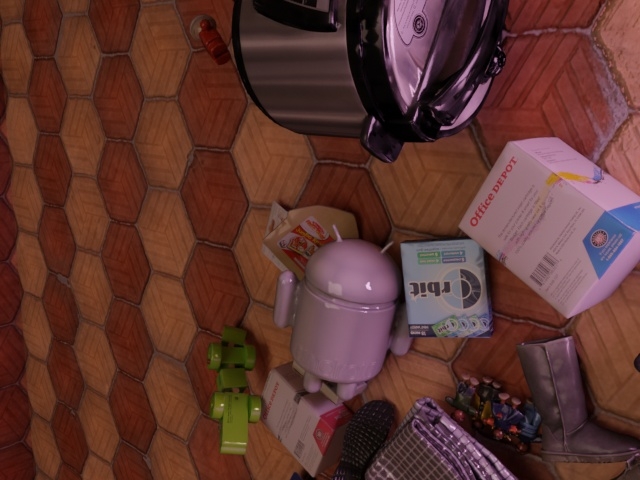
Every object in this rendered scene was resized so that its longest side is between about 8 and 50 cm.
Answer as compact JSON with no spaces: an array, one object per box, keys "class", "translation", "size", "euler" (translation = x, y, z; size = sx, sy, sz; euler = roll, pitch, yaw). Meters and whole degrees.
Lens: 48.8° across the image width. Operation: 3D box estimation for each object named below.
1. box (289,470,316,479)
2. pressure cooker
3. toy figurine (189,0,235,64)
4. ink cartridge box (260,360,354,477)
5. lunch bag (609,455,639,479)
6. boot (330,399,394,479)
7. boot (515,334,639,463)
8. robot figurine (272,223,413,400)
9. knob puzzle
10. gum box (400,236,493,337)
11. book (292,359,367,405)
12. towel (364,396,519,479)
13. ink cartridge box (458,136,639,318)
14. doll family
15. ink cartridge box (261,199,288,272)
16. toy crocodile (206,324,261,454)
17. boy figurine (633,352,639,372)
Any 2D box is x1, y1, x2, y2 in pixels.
[{"class":"box","translation":[-0.003,0.674,1.702],"size":[0.225,0.036,0.137],"euler":[41,124,29]},{"class":"pressure cooker","translation":[0.110,-0.351,1.172],"size":[0.420,0.375,0.370],"euler":[13,123,41]},{"class":"toy figurine","translation":[-0.153,-0.476,1.501],"size":[0.148,0.213,0.210],"euler":[57,131,38]},{"class":"ink cartridge box","translation":[-0.038,0.410,1.645],"size":[0.218,0.092,0.159],"euler":[38,123,30]},{"class":"lunch bag","translation":[0.533,0.481,1.060],"size":[0.287,0.168,0.235],"euler":[44,124,23]},{"class":"boot","translation":[0.091,0.474,1.520],"size":[0.083,0.247,0.161],"euler":[19,156,22]},{"class":"boot","translation":[0.436,0.264,1.186],"size":[0.189,0.076,0.209],"euler":[-10,78,29]},{"class":"robot figurine","translation":[0.052,0.146,1.431],"size":[0.299,0.200,0.354],"euler":[10,111,-1]},{"class":"knob puzzle","translation":[0.000,0.000,1.521],"size":[0.213,0.030,0.213],"euler":[3,114,6]},{"class":"gum box","translation":[0.236,0.088,1.321],"size":[0.156,0.041,0.185],"euler":[-3,97,24]},{"class":"book","translation":[0.021,0.297,1.563],"size":[0.144,0.096,0.035],"euler":[35,123,35]},{"class":"towel","translation":[0.233,0.461,1.323],"size":[0.283,0.121,0.235],"euler":[43,140,17]},{"class":"ink cartridge box","translation":[0.377,-0.029,1.106],"size":[0.233,0.168,0.171],"euler":[45,125,28]},{"class":"doll family","translation":[0.326,0.323,1.294],"size":[0.193,0.076,0.112],"euler":[24,109,35]},{"class":"ink cartridge box","translation":[-0.062,0.007,1.633],"size":[0.179,0.045,0.146],"euler":[41,125,42]},{"class":"toy crocodile","translation":[-0.216,0.354,1.711],"size":[0.105,0.115,0.341],"euler":[119,150,-49]},{"class":"boy figurine","translation":[0.579,0.105,0.996],"size":[0.177,0.092,0.285],"euler":[46,130,28]}]
